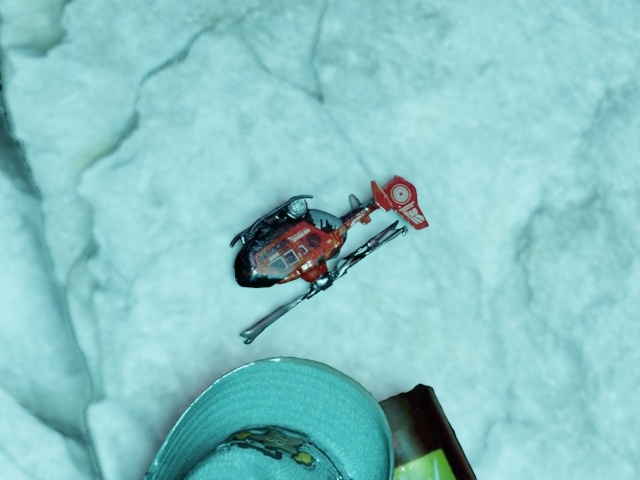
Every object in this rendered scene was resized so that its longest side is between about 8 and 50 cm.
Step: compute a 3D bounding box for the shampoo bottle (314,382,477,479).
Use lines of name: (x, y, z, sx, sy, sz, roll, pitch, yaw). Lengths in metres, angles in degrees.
shampoo bottle: (0.075, 0.247, 1.054, 0.129, 0.084, 0.323, -21, 80, -20)

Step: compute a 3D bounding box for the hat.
hat: (-0.039, 0.155, 1.000, 0.138, 0.078, 0.191, 22, 97, 21)

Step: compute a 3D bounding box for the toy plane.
toy plane: (0.000, 0.000, 1.139, 0.145, 0.037, 0.060, -31, 88, -25)
